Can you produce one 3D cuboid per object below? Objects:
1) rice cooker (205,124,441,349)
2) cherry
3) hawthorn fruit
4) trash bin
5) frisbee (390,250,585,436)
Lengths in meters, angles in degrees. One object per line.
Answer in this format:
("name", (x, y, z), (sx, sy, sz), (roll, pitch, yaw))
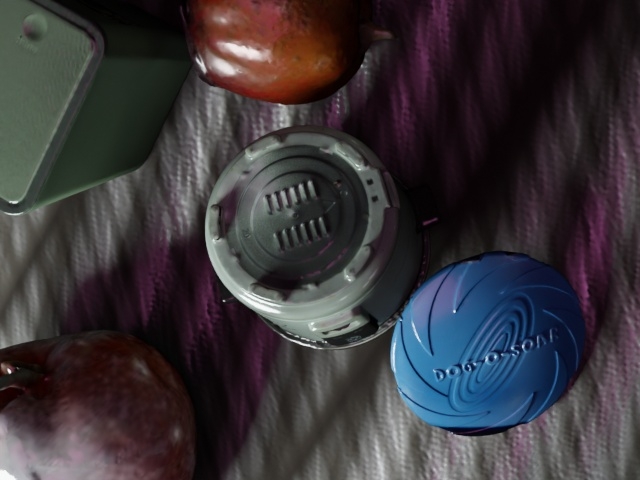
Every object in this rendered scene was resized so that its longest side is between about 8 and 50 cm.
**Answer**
("rice cooker", (0.000, 0.000, 1.439), (0.281, 0.227, 0.241), (-23, 72, 8))
("cherry", (-0.317, 0.270, 1.514), (0.327, 0.291, 0.334), (8, 115, -6))
("hawthorn fruit", (-0.036, -0.253, 1.420), (0.250, 0.215, 0.215), (16, 101, 9))
("trash bin", (-0.289, -0.176, 1.416), (0.158, 0.343, 0.222), (29, 104, 6))
("frisbee", (0.203, 0.130, 1.456), (0.242, 0.045, 0.242), (-3, 111, -9))
